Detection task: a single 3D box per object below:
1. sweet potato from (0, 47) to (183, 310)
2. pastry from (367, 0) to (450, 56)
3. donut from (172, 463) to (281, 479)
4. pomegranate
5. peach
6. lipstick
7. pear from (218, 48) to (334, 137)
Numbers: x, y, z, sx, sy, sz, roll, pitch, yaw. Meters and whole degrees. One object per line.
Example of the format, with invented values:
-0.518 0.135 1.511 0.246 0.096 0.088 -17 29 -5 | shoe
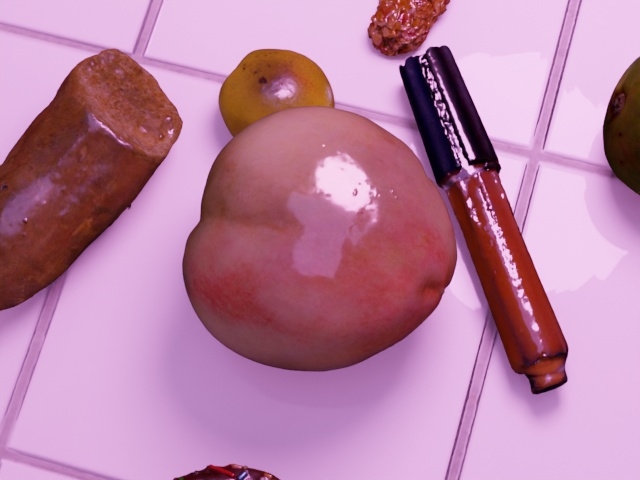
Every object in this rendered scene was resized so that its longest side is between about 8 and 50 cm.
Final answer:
-0.307 -0.050 1.545 0.158 0.158 0.369 39 86 14 | sweet potato
0.116 -0.303 1.630 0.087 0.063 0.169 22 76 13 | pastry
-0.098 0.352 1.429 0.235 0.089 0.235 -1 74 4 | donut
0.427 -0.119 1.500 0.225 0.187 0.187 19 75 -7 | pomegranate
0.000 0.001 1.447 0.292 0.247 0.292 -11 55 17 | peach
0.186 -0.028 1.533 0.077 0.077 0.418 -18 74 -2 | lipstick
-0.050 -0.167 1.582 0.141 0.104 0.141 0 75 0 | pear
